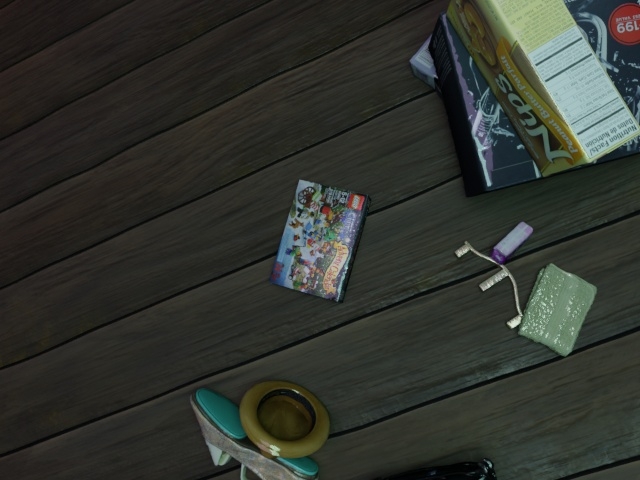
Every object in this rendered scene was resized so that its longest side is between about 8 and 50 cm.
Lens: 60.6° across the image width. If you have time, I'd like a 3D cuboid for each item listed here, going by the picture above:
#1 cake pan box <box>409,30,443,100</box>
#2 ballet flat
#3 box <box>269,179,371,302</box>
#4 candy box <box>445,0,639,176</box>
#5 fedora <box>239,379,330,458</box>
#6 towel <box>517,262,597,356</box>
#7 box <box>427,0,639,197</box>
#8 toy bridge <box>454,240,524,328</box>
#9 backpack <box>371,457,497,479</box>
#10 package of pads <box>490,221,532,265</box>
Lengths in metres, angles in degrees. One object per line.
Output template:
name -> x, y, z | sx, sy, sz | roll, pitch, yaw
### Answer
cake pan box -> 0.355, -0.387, 1.128 | 0.245, 0.070, 0.267 | 39, 92, 20
ballet flat -> -0.154, 0.424, 1.103 | 0.316, 0.107, 0.106 | 29, 99, 20
box -> 0.000, 0.000, 1.167 | 0.159, 0.044, 0.233 | 14, 84, 18
candy box -> 0.310, -0.255, 0.800 | 0.087, 0.183, 0.316 | -31, 88, 5
fedora -> -0.075, 0.359, 1.064 | 0.194, 0.194, 0.079 | 30, 117, 19
towel -> 0.437, 0.127, 1.014 | 0.110, 0.027, 0.148 | 26, 83, 7
box -> 0.403, -0.271, 0.975 | 0.343, 0.179, 0.313 | -15, 91, 4
toy bridge -> 0.337, 0.077, 1.065 | 0.063, 0.026, 0.188 | -34, 72, 5
backpack -> 0.179, 0.481, 0.931 | 0.253, 0.225, 0.191 | -12, 71, 17
package of pads -> 0.365, 0.005, 1.047 | 0.083, 0.050, 0.032 | -40, 66, -14
